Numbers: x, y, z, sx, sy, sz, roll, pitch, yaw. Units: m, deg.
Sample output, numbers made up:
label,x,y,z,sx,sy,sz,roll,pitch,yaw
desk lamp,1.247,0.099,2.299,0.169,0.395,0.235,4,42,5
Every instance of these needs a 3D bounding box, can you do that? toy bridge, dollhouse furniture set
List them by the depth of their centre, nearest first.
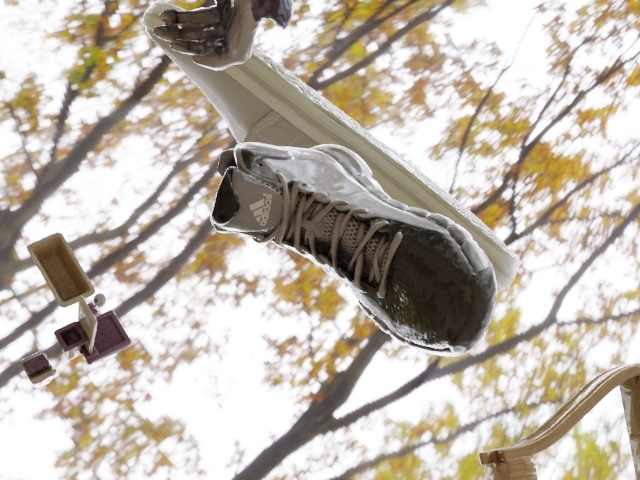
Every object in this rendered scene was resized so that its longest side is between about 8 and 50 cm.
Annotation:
label,x,y,z,sx,sy,sz,roll,pitch,yaw
toy bridge,0.159,0.090,0.633,0.188,0.026,0.063,-6,-97,-23
dollhouse furniture set,-0.214,0.041,1.050,0.114,0.091,0.081,56,-25,19

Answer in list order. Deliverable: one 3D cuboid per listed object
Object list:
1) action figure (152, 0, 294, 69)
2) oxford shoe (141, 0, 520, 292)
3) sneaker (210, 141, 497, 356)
label,x,y,z,sx,sy,sz,roll,pitch,yaw
action figure,-0.070,-0.157,0.509,0.164,0.276,0.141,61,-23,11
oxford shoe,-0.007,-0.071,1.296,0.449,0.169,0.130,39,-80,-4
sneaker,0.000,0.000,0.825,0.229,0.132,0.086,40,-65,50
